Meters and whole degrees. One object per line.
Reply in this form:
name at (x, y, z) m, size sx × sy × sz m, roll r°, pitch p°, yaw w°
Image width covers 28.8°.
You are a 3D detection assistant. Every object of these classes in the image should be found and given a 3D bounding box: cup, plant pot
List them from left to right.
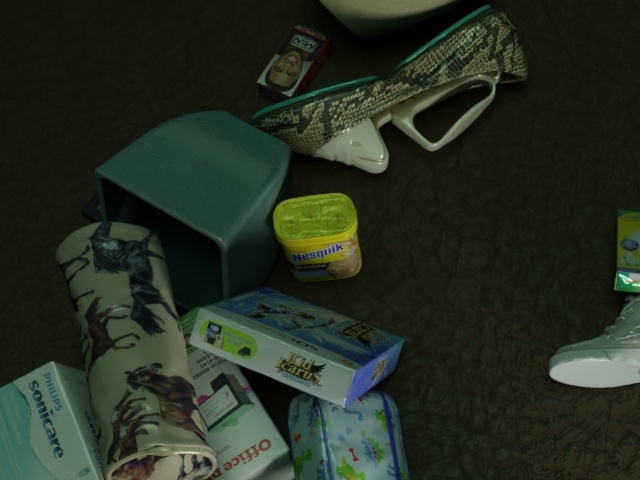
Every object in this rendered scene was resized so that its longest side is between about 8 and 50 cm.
plant pot at (-0.170, -0.058, 1.969) m, size 0.247 × 0.248 × 0.252 m, roll 29°, pitch 58°, yaw 19°
cup at (0.102, -0.483, 2.117) m, size 0.237 × 0.331 × 0.331 m, roll -44°, pitch 65°, yaw 15°

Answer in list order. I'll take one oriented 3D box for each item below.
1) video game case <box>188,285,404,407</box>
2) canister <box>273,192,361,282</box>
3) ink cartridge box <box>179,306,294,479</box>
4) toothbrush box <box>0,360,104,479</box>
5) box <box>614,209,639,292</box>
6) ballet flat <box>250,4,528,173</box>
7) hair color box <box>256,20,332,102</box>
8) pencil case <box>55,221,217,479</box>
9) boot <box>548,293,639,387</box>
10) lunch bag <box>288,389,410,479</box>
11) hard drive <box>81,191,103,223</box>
video game case at (-0.027, 0.147, 1.836) m, size 0.244 × 0.269 × 0.061 m, roll 21°, pitch 102°, yaw 15°
canister at (0.000, 0.000, 1.950) m, size 0.126 × 0.170 × 0.073 m, roll -8°, pitch 64°, yaw 3°
ink cartridge box at (-0.188, 0.274, 1.871) m, size 0.201 × 0.117 × 0.278 m, roll -32°, pitch 64°, yaw -8°
toothbrush box at (-0.445, 0.337, 1.792) m, size 0.295 × 0.126 × 0.216 m, roll -29°, pitch 72°, yaw 7°
box at (0.507, 0.011, 1.924) m, size 0.105 × 0.043 × 0.179 m, roll 5°, pitch 37°, yaw 9°
ballet flat at (0.130, -0.221, 2.062) m, size 0.482 × 0.164 × 0.182 m, roll -25°, pitch 85°, yaw -7°
hair color box at (-0.044, -0.306, 2.172) m, size 0.072 × 0.043 × 0.141 m, roll 25°, pitch 71°, yaw 16°
pencil case at (-0.266, 0.163, 1.771) m, size 0.160 × 0.183 × 0.410 m, roll -3°, pitch 56°, yaw -24°
boot at (0.464, 0.144, 1.880) m, size 0.258 × 0.095 × 0.123 m, roll -3°, pitch 57°, yaw -3°
lunch bag at (0.048, 0.317, 1.799) m, size 0.090 × 0.176 × 0.219 m, roll -32°, pitch 54°, yaw 40°
hard drive at (-0.326, -0.075, 2.107) m, size 0.094 × 0.022 × 0.135 m, roll 31°, pitch 72°, yaw 19°
